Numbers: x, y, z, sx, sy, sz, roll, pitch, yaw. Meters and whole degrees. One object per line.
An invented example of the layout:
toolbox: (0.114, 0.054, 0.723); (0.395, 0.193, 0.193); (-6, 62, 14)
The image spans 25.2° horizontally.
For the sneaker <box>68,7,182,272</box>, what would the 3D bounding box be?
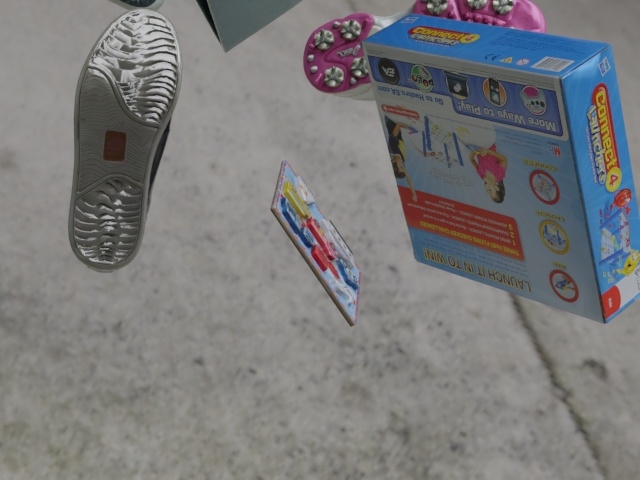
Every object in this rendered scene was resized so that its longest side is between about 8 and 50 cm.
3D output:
sneaker: (-0.175, -0.082, 1.213); (0.083, 0.222, 0.118); (13, -7, -10)

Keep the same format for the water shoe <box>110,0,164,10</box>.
water shoe: (-0.246, -0.312, 1.572); (0.203, 0.073, 0.080); (37, -8, 11)

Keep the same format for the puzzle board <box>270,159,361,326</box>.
puzzle board: (0.000, 0.000, 1.215); (0.128, 0.011, 0.096); (56, 19, -21)

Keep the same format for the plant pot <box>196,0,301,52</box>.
plant pot: (-0.083, -0.442, 1.879); (0.248, 0.252, 0.247); (61, -4, 13)

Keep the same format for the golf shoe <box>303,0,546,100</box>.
golf shoe: (0.137, -0.242, 1.808); (0.306, 0.115, 0.140); (-7, -13, 16)

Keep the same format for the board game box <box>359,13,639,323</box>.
board game box: (0.208, -0.087, 1.617); (0.086, 0.302, 0.308); (-34, 33, -29)
